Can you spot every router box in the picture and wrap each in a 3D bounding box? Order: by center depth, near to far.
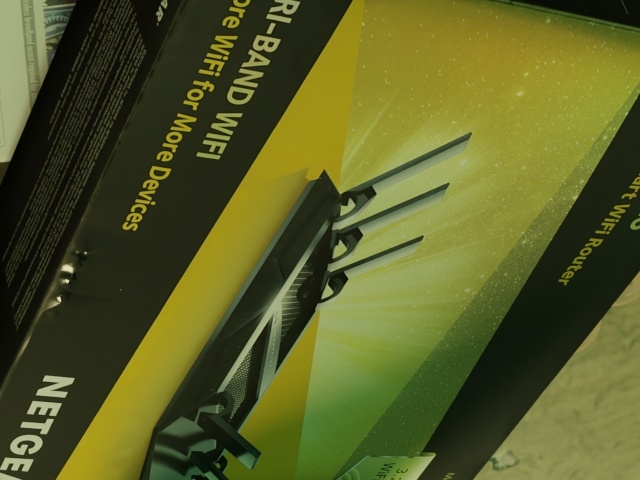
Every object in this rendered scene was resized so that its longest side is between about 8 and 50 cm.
[{"bbox_3d":[0.000,0.000,0.639,0.243,0.081,0.309,6,134,-29],"label":"router box"}]

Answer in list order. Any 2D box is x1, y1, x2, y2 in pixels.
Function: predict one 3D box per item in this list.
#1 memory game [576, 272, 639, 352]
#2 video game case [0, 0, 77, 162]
[{"bbox_3d":[0.087,0.002,0.770,0.186,0.012,0.186,-11,130,-13],"label":"memory game"},{"bbox_3d":[-0.083,-0.137,0.574,0.210,0.042,0.232,-9,130,-13],"label":"video game case"}]
